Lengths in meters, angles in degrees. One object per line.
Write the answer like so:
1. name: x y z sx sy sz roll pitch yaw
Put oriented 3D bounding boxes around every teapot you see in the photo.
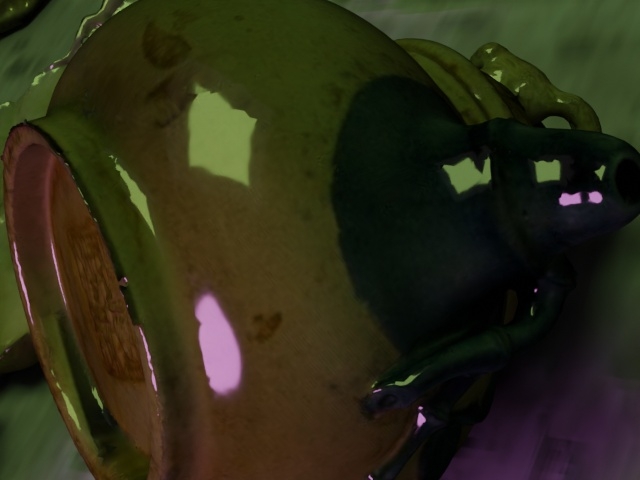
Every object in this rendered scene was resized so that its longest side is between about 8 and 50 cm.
1. teapot: 0.000 0.000 0.453 0.183 0.173 0.269 -18 3 -25

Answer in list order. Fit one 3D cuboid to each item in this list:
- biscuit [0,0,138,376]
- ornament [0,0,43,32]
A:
1. biscuit: -0.130 -0.017 0.652 0.273 0.036 0.187 -40 39 3
2. ornament: -0.173 -0.217 0.858 0.180 0.059 0.201 -21 42 21
